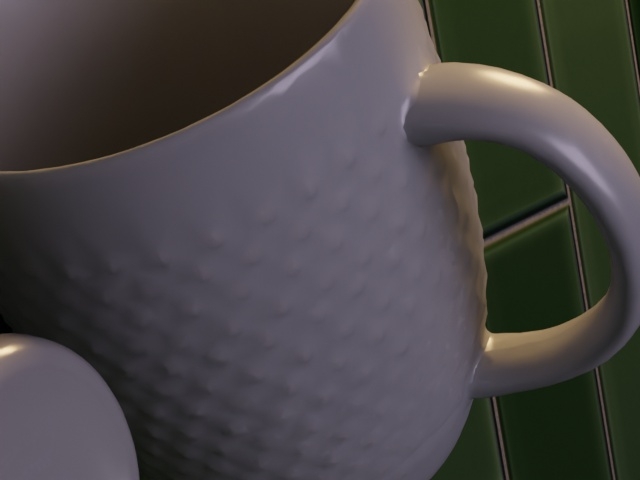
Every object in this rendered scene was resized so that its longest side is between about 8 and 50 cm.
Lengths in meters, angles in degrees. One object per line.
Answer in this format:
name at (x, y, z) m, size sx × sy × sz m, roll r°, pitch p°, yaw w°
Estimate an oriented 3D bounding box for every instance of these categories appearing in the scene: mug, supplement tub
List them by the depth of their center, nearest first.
supplement tub at (-0.199, 0.118, 0.764) m, size 0.144 × 0.199 × 0.144 m, roll 12°, pitch 75°, yaw -56°
mug at (0.000, 0.000, 0.930) m, size 0.276 × 0.374 × 0.328 m, roll -66°, pitch 144°, yaw -43°
